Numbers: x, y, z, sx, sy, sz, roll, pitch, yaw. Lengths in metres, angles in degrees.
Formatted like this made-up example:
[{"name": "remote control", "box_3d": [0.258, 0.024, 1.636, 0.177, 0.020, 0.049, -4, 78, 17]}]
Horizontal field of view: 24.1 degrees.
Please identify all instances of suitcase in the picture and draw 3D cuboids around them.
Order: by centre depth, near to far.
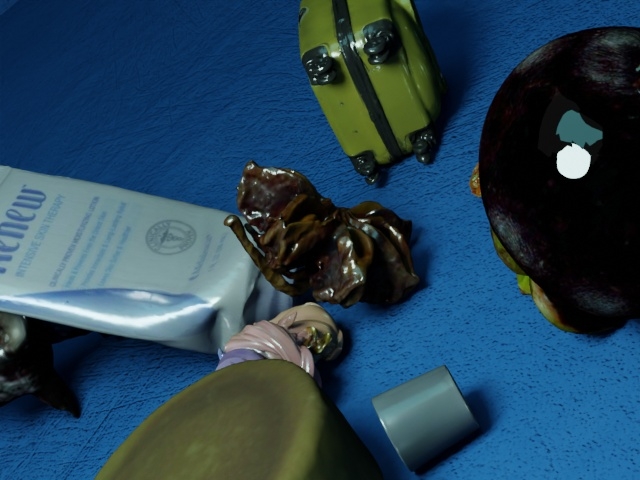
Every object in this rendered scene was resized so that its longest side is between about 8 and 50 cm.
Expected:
[{"name": "suitcase", "box_3d": [0.069, -0.211, 1.846, 0.143, 0.194, 0.235, -21, 32, 11]}]

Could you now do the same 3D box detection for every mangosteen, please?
[{"name": "mangosteen", "box_3d": [0.257, -0.043, 1.383, 0.302, 0.275, 0.275, -59, 6, 48]}]

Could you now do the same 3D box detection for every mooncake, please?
[{"name": "mooncake", "box_3d": [-0.080, 0.256, 1.368, 0.284, 0.155, 0.284, -28, 32, 19]}]

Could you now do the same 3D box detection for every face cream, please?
[{"name": "face cream", "box_3d": [-0.225, 0.025, 1.713, 0.420, 0.137, 0.234, 10, 45, 7]}]

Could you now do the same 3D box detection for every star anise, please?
[{"name": "star anise", "box_3d": [0.000, 0.000, 1.624, 0.125, 0.220, 0.190, -59, 8, 32]}]

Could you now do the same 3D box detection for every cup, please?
[{"name": "cup", "box_3d": [0.099, 0.163, 1.406, 0.077, 0.078, 0.100, -29, -1, 3]}]

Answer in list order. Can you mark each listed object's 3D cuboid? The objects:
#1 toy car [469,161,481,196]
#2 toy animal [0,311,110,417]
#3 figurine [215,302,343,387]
[{"name": "toy car", "box_3d": [0.217, -0.090, 1.671, 0.122, 0.035, 0.059, -25, 35, 17]}, {"name": "toy animal", "box_3d": [-0.327, 0.093, 1.814, 0.344, 0.194, 0.303, -35, 44, -21]}, {"name": "figurine", "box_3d": [-0.035, 0.118, 1.564, 0.126, 0.114, 0.157, 14, 53, 36]}]
